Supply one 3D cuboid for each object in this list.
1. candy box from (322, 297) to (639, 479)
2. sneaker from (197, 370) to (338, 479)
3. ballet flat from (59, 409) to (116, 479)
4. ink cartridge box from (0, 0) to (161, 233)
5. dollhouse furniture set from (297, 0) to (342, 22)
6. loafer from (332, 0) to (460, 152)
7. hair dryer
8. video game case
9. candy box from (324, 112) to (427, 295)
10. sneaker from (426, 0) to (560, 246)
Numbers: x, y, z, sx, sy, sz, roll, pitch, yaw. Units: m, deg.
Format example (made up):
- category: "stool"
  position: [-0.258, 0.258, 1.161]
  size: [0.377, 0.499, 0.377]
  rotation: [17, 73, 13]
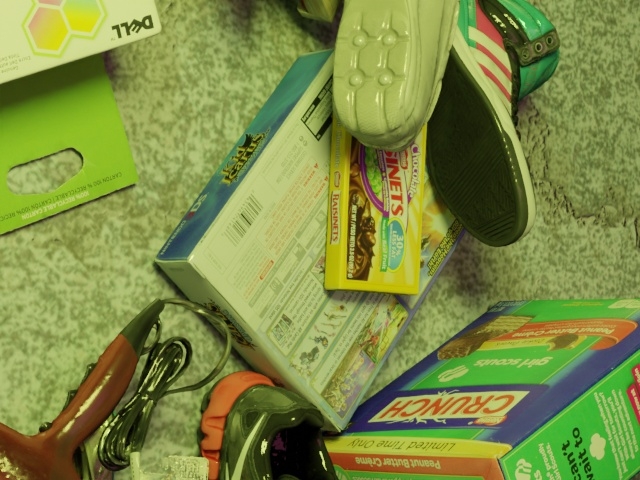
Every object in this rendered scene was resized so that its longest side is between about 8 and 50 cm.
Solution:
- category: "candy box"
  position: [0.186, 0.173, 1.671]
  size: [0.317, 0.268, 0.122]
  rotation: [-34, 109, -37]
- category: "sneaker"
  position: [-0.046, 0.258, 1.554]
  size: [0.098, 0.135, 0.276]
  rotation: [3, 89, -44]
- category: "ballet flat"
  position: [-0.200, 0.221, 1.475]
  size: [0.052, 0.057, 0.168]
  rotation: [2, 79, -32]
- category: "ink cartridge box"
  position: [-0.224, -0.145, 1.417]
  size: [0.189, 0.097, 0.255]
  rotation: [-24, 105, -39]
- category: "dollhouse furniture set"
  position: [-0.064, -0.265, 1.568]
  size: [0.129, 0.129, 0.183]
  rotation: [-66, 157, -19]
- category: "loafer"
  position: [0.076, -0.237, 1.582]
  size: [0.111, 0.112, 0.319]
  rotation: [37, 63, -67]
- category: "hair dryer"
  position: [-0.207, 0.159, 1.429]
  size: [0.294, 0.080, 0.223]
  rotation: [5, 66, -29]
- category: "video game case"
  position: [0.000, 0.000, 1.641]
  size: [0.244, 0.061, 0.269]
  rotation: [50, 59, -28]
- category: "candy box"
  position: [0.054, -0.053, 1.630]
  size: [0.105, 0.027, 0.205]
  rotation: [6, 86, -43]
- category: "sneaker"
  position: [0.175, -0.138, 1.726]
  size: [0.178, 0.124, 0.295]
  rotation: [-10, 72, -42]
